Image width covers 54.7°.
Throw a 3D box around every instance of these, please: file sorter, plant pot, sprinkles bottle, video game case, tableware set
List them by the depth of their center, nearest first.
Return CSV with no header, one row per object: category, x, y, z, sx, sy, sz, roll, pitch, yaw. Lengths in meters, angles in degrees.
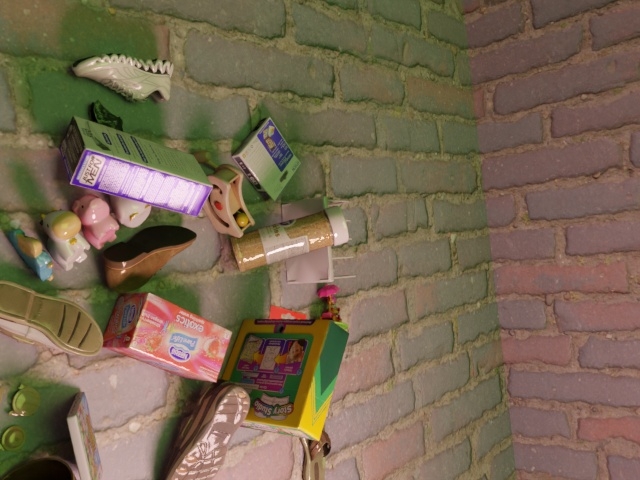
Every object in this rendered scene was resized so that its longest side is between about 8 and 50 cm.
plant pot,-0.596,0.640,1.363,0.215,0.215,0.231,-50,136,-40
tableware set,-0.709,0.400,1.383,0.141,0.020,0.169,29,63,-46
video game case,-0.547,0.481,1.444,0.023,0.193,0.213,-12,95,-15
sprinkles bottle,-0.095,-0.004,1.914,0.355,0.121,0.121,-17,100,-8
file sorter,0.000,0.000,2.118,0.173,0.192,0.278,-3,88,-51

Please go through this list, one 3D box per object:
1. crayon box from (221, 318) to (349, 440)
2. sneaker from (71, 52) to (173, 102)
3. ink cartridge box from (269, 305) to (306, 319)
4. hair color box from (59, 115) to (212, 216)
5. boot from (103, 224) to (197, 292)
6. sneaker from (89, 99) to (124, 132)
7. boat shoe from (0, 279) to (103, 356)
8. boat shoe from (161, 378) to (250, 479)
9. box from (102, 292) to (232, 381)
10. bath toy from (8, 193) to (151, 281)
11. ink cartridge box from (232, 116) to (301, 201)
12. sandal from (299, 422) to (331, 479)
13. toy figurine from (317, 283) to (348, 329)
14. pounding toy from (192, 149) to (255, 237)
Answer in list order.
crayon box,-0.122,0.390,1.796,0.106,0.362,0.313,40,57,-39
sneaker,-0.516,-0.431,1.652,0.292,0.110,0.118,-9,101,-49
ink cartridge box,-0.102,0.343,2.062,0.181,0.056,0.225,23,70,-46
hair color box,-0.464,-0.183,1.568,0.338,0.185,0.110,17,113,-39
boot,-0.461,0.044,1.678,0.305,0.112,0.115,-30,138,-51
sneaker,-0.540,-0.289,1.638,0.170,0.051,0.089,31,66,-40
boat shoe,-0.645,0.184,1.420,0.302,0.103,0.113,41,43,-37
boat shoe,-0.327,0.548,1.715,0.132,0.130,0.355,40,80,-35
box,-0.406,0.263,1.654,0.300,0.142,0.154,36,60,-41
bath toy,-0.575,-0.049,1.521,0.129,0.151,0.348,43,45,7
ink cartridge box,-0.174,-0.267,2.059,0.208,0.045,0.206,54,49,-28
sandal,-0.003,0.706,2.103,0.120,0.086,0.303,-3,88,-49
toy figurine,0.041,0.239,2.210,0.173,0.130,0.159,49,38,-61
pounding toy,-0.269,-0.159,1.854,0.155,0.154,0.270,-47,120,-41
